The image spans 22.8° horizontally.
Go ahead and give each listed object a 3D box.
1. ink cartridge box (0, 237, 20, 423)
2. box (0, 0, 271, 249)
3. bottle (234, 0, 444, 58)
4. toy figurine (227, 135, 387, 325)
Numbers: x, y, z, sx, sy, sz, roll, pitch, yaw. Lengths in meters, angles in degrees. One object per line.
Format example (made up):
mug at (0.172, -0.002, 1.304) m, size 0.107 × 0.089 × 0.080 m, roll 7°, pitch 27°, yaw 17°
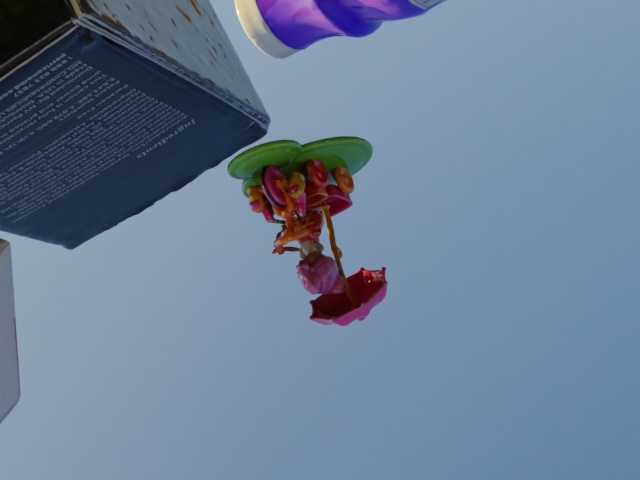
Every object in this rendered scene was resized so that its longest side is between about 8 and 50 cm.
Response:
ink cartridge box at (-0.482, 0.079, 1.677) m, size 0.306 × 0.226 × 0.131 m, roll 14°, pitch -141°, yaw 15°
box at (-0.337, -0.284, 1.594) m, size 0.297 × 0.480 × 0.472 m, roll -31°, pitch 165°, yaw 13°
bottle at (0.066, -0.206, 1.054) m, size 0.282 × 0.092 × 0.118 m, roll -25°, pitch -152°, yaw 34°
toy figurine at (0.000, 0.000, 1.452) m, size 0.130 × 0.159 × 0.173 m, roll -27°, pitch 161°, yaw 25°
